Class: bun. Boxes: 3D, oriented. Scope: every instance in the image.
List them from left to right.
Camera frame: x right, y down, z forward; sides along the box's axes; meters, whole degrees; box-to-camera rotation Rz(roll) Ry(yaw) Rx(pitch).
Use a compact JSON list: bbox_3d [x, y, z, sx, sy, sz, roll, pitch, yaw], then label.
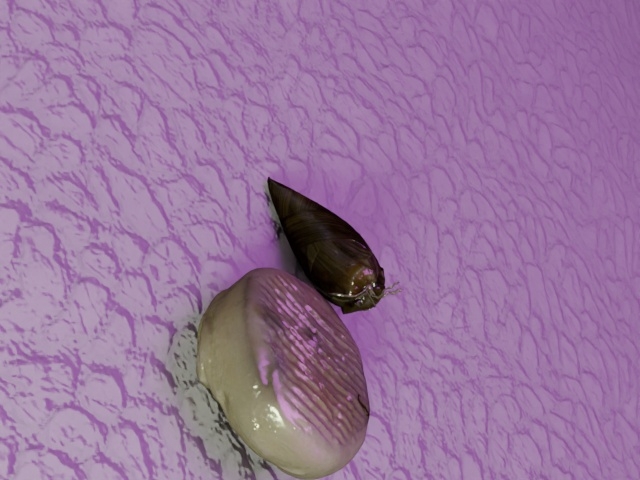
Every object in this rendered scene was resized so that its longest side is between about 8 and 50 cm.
[{"bbox_3d":[-0.046,0.138,0.995,0.210,0.116,0.237,41,26,-28],"label":"bun"}]

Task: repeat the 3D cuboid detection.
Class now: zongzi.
[{"bbox_3d":[0.000,0.000,1.110,0.184,0.084,0.187,49,-1,-8],"label":"zongzi"}]
